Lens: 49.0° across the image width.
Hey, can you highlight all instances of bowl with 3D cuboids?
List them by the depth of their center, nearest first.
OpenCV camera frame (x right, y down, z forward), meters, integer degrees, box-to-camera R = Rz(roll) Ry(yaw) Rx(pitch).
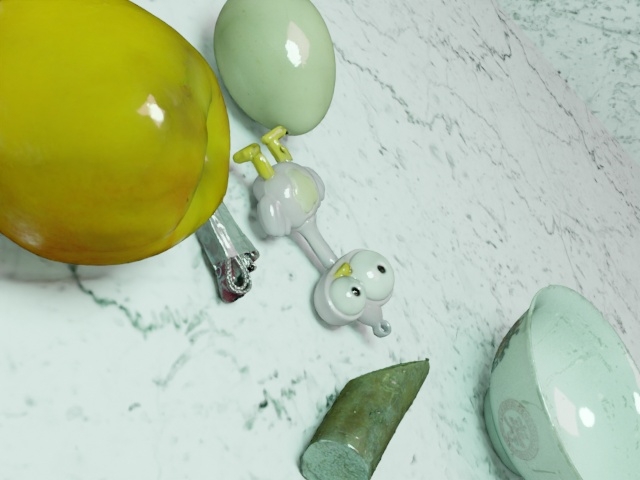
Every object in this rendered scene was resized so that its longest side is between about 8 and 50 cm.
[{"bbox_3d":[0.424,0.314,1.262,0.434,0.196,0.435,27,48,-35],"label":"bowl"}]

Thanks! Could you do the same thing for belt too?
[{"bbox_3d":[-0.151,-0.028,0.972,0.071,0.053,0.232,-17,78,-53],"label":"belt"}]

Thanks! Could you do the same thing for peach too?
[{"bbox_3d":[-0.255,-0.123,0.757,0.307,0.289,0.289,13,45,5],"label":"peach"}]

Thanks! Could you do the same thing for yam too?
[{"bbox_3d":[0.072,0.240,0.997,0.106,0.106,0.259,53,38,-7],"label":"yam"}]

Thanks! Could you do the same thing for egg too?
[{"bbox_3d":[-0.069,-0.289,1.128,0.188,0.188,0.254,-12,78,-51],"label":"egg"}]

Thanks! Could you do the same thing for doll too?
[{"bbox_3d":[0.000,0.001,1.088,0.365,0.094,0.160,53,41,-6],"label":"doll"}]
